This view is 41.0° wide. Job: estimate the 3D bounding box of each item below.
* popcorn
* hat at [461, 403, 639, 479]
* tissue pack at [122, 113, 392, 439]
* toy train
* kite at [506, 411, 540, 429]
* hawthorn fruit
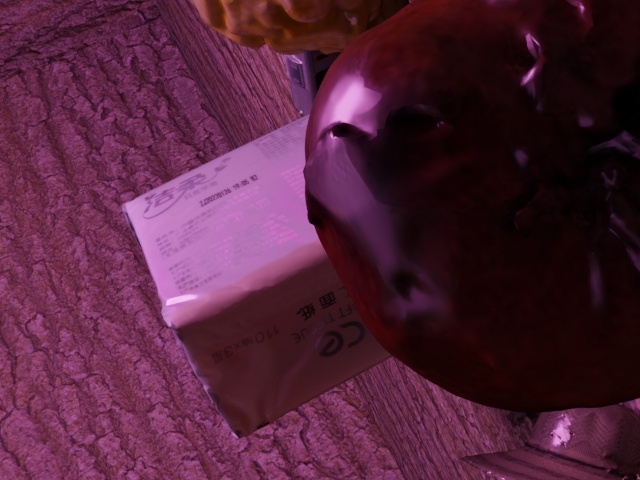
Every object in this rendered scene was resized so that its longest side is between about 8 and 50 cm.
[{"bbox_3d":[-0.022,-0.317,0.868,0.293,0.237,0.293,6,-90,-69],"label":"popcorn"},{"bbox_3d":[0.281,0.217,0.895,0.252,0.252,0.110,150,137,-80],"label":"hat"},{"bbox_3d":[0.000,0.000,1.041,0.332,0.405,0.205,50,165,57],"label":"tissue pack"},{"bbox_3d":[-0.016,-0.304,1.317,0.086,0.089,0.409,54,165,31],"label":"toy train"},{"bbox_3d":[0.293,0.229,1.177,0.268,0.013,0.323,97,147,-71],"label":"kite"},{"bbox_3d":[0.139,-0.040,0.574,0.325,0.308,0.308,-111,0,-71],"label":"hawthorn fruit"}]
